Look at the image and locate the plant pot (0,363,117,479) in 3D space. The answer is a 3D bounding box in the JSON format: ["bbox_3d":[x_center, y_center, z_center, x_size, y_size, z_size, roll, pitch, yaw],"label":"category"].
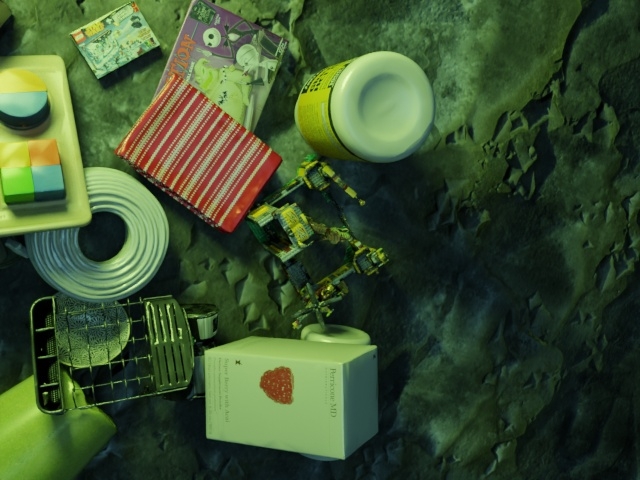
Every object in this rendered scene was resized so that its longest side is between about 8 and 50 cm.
[{"bbox_3d":[-0.530,0.369,1.203,0.254,0.276,0.276,-42,108,-21],"label":"plant pot"}]

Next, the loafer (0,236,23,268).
[{"bbox_3d":[-0.621,-0.072,1.189,0.084,0.096,0.267,-26,113,-33],"label":"loafer"}]

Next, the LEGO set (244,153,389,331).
[{"bbox_3d":[0.000,0.000,1.336,0.255,0.192,0.331,-26,105,-13],"label":"LEGO set"}]

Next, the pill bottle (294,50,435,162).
[{"bbox_3d":[0.063,-0.245,1.245,0.188,0.334,0.187,-3,99,-18],"label":"pill bottle"}]

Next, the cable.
[{"bbox_3d":[-0.416,-0.011,1.236,0.257,0.089,0.257,47,72,-24],"label":"cable"}]

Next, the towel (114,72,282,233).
[{"bbox_3d":[-0.230,-0.163,1.278,0.275,0.031,0.198,37,85,-19],"label":"towel"}]

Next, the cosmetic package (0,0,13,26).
[{"bbox_3d":[-0.681,-0.452,1.066,0.309,0.160,0.113,40,86,-18],"label":"cosmetic package"}]

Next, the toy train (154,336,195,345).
[{"bbox_3d":[-0.281,0.194,1.252,0.083,0.023,0.017,-1,101,8],"label":"toy train"}]

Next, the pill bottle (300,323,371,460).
[{"bbox_3d":[0.018,0.323,1.411,0.153,0.153,0.264,6,96,-19],"label":"pill bottle"}]

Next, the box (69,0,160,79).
[{"bbox_3d":[-0.388,-0.379,1.240,0.137,0.027,0.093,-33,108,-11],"label":"box"}]

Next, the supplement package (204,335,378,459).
[{"bbox_3d":[-0.054,0.291,1.261,0.293,0.175,0.177,-1,91,26],"label":"supplement package"}]

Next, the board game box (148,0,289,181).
[{"bbox_3d":[-0.220,-0.279,1.302,0.208,0.056,0.346,21,91,-15],"label":"board game box"}]

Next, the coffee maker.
[{"bbox_3d":[-0.280,0.224,1.317,0.171,0.120,0.178,-9,100,-16],"label":"coffee maker"}]

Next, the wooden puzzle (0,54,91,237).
[{"bbox_3d":[-0.574,-0.170,1.093,0.322,0.080,0.347,-9,75,-24],"label":"wooden puzzle"}]

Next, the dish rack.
[{"bbox_3d":[-0.366,0.194,1.174,0.272,0.074,0.208,-7,66,-19],"label":"dish rack"}]

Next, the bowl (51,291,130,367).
[{"bbox_3d":[-0.461,0.181,1.258,0.170,0.080,0.170,16,50,-20],"label":"bowl"}]
